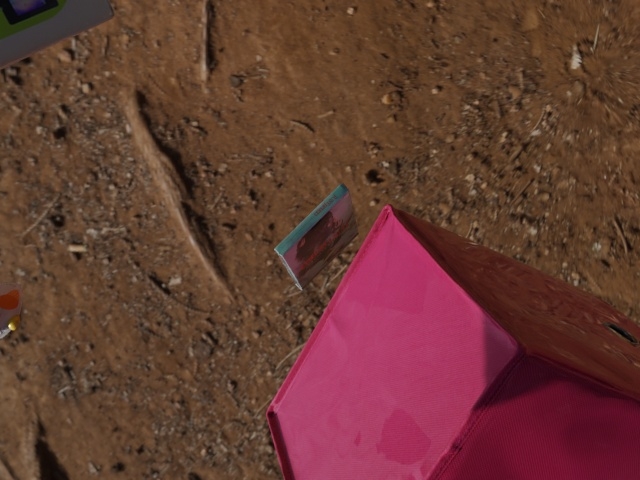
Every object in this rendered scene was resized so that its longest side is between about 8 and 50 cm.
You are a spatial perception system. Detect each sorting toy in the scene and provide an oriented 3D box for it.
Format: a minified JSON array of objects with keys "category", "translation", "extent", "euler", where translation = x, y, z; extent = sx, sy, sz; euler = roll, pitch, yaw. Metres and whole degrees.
[{"category":"sorting toy","translation":[-0.359,0.079,0.711],"extent":[0.083,0.075,0.044],"euler":[-38,60,24]}]

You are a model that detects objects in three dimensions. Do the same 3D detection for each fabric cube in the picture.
[{"category":"fabric cube","translation":[0.141,0.160,0.608],"extent":[0.258,0.254,0.259],"euler":[23,107,-23]}]

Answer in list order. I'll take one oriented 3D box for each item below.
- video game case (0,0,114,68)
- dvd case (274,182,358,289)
[{"category":"video game case","translation":[-0.258,-0.082,0.357],"extent":[0.270,0.244,0.061],"euler":[20,138,58]},{"category":"dvd case","translation":[0.000,0.000,0.671],"extent":[0.087,0.119,0.013],"euler":[-45,73,-9]}]
